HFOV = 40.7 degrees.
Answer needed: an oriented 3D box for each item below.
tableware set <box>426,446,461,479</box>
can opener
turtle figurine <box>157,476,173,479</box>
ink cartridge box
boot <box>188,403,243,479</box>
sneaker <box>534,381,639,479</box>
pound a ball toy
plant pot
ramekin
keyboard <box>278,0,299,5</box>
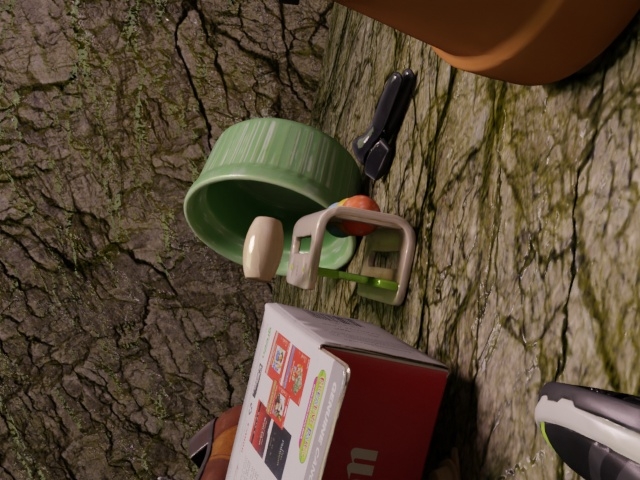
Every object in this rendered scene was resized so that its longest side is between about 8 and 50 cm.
[{"bbox_3d":[0.097,0.274,0.746,0.141,0.020,0.168,-96,21,-51],"label":"tableware set"},{"bbox_3d":[0.101,-0.180,1.308,0.059,0.073,0.186,-29,-31,-46],"label":"can opener"},{"bbox_3d":[-0.100,0.432,1.171,0.198,0.275,0.266,32,140,49],"label":"turtle figurine"},{"bbox_3d":[0.002,0.239,0.794,0.272,0.130,0.309,-158,82,-73],"label":"ink cartridge box"},{"bbox_3d":[-0.018,0.240,1.043,0.280,0.096,0.264,-35,18,1],"label":"boot"},{"bbox_3d":[0.149,0.118,0.356,0.235,0.084,0.097,172,108,-82],"label":"sneaker"},{"bbox_3d":[0.000,0.000,1.158,0.319,0.208,0.135,170,110,-83],"label":"pound a ball toy"},{"bbox_3d":[0.093,-0.269,0.626,0.291,0.204,0.290,-177,90,-68],"label":"plant pot"},{"bbox_3d":[-0.072,-0.076,1.509,0.303,0.303,0.148,114,172,-59],"label":"ramekin"},{"bbox_3d":[-0.008,-0.250,0.573,0.108,0.023,0.180,-120,38,-64],"label":"keyboard"}]
